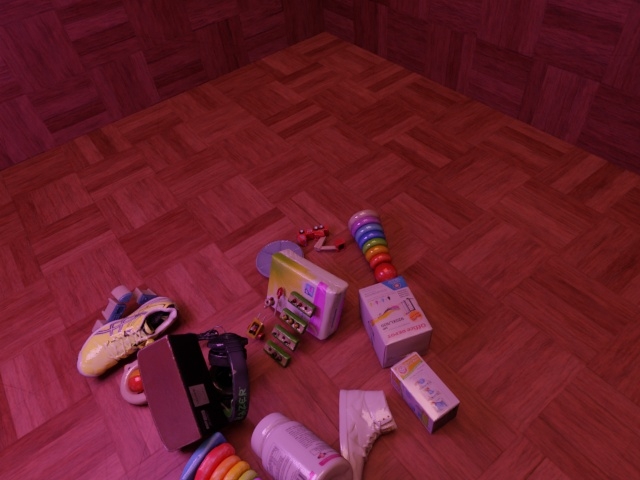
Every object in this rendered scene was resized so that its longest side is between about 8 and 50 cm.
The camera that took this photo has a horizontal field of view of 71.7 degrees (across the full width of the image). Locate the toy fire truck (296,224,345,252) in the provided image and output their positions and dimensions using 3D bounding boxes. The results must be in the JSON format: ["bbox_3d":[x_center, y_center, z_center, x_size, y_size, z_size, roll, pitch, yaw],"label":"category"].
[{"bbox_3d":[0.000,0.000,1.882,0.192,0.047,0.135,-13,49,-4],"label":"toy fire truck"}]

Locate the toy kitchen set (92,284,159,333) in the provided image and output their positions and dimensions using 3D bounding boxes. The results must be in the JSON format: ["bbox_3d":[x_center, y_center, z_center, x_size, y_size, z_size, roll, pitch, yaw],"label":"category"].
[{"bbox_3d":[-0.734,0.295,1.703,0.122,0.166,0.207,32,96,31],"label":"toy kitchen set"}]

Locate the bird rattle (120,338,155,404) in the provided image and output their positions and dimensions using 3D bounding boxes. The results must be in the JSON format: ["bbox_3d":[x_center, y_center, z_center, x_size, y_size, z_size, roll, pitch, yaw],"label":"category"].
[{"bbox_3d":[-0.578,0.479,1.509,0.207,0.143,0.253,-19,61,6],"label":"bird rattle"}]

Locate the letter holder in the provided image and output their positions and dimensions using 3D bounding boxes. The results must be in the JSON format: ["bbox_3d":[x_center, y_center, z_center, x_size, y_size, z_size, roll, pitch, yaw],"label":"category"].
[{"bbox_3d":[-0.448,0.460,1.314,0.214,0.152,0.302,-28,74,10],"label":"letter holder"}]

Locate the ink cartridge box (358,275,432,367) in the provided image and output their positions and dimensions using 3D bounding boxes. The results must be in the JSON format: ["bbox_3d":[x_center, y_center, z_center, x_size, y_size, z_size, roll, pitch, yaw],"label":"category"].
[{"bbox_3d":[0.250,0.279,1.517,0.171,0.168,0.232,-17,49,-9],"label":"ink cartridge box"}]

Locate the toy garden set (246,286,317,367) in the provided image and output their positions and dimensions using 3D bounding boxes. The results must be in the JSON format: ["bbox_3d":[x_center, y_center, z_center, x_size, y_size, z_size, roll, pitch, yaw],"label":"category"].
[{"bbox_3d":[-0.151,0.285,1.543,0.204,0.049,0.244,32,101,30],"label":"toy garden set"}]

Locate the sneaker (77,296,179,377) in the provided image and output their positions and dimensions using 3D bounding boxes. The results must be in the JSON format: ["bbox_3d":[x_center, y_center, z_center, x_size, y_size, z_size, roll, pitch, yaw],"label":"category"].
[{"bbox_3d":[-0.678,0.329,1.566,0.385,0.145,0.147,-42,17,-29],"label":"sneaker"}]

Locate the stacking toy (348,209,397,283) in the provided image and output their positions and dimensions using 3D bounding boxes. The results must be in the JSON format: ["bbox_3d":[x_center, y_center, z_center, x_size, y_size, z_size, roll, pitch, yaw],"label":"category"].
[{"bbox_3d":[0.219,0.038,1.780,0.141,0.141,0.330,-13,55,-5],"label":"stacking toy"}]

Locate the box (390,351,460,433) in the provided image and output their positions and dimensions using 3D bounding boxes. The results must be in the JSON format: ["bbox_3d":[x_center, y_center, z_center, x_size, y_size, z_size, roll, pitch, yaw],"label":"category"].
[{"bbox_3d":[0.319,0.469,1.374,0.103,0.114,0.203,-29,51,-16],"label":"box"}]

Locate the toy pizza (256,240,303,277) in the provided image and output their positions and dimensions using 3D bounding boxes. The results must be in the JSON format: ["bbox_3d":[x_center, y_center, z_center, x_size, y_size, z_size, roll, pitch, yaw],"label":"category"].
[{"bbox_3d":[-0.168,0.082,1.841,0.201,0.032,0.201,-4,48,5],"label":"toy pizza"}]

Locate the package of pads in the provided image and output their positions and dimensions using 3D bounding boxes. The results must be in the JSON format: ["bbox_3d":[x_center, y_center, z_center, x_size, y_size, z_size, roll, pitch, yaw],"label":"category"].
[{"bbox_3d":[-0.056,0.194,1.596,0.296,0.229,0.101,30,35,27],"label":"package of pads"}]

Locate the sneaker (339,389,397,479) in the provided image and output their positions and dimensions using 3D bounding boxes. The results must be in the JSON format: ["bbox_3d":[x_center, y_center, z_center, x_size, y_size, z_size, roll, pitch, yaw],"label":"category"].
[{"bbox_3d":[0.144,0.576,1.307,0.169,0.108,0.292,-5,47,7],"label":"sneaker"}]

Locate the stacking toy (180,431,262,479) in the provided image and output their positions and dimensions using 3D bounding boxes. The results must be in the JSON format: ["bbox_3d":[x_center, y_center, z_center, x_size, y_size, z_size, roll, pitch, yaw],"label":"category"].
[{"bbox_3d":[-0.215,0.684,1.209,0.302,0.165,0.175,18,49,25],"label":"stacking toy"}]

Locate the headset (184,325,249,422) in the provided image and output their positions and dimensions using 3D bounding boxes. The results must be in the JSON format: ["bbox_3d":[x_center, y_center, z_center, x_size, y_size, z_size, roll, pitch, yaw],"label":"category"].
[{"bbox_3d":[-0.332,0.408,1.435,0.185,0.243,0.394,-1,23,-24],"label":"headset"}]

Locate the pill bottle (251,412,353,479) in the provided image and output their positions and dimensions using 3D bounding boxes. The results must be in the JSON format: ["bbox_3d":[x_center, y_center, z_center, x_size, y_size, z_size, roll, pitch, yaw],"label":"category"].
[{"bbox_3d":[-0.061,0.608,1.228,0.160,0.160,0.283,-41,36,-26],"label":"pill bottle"}]
